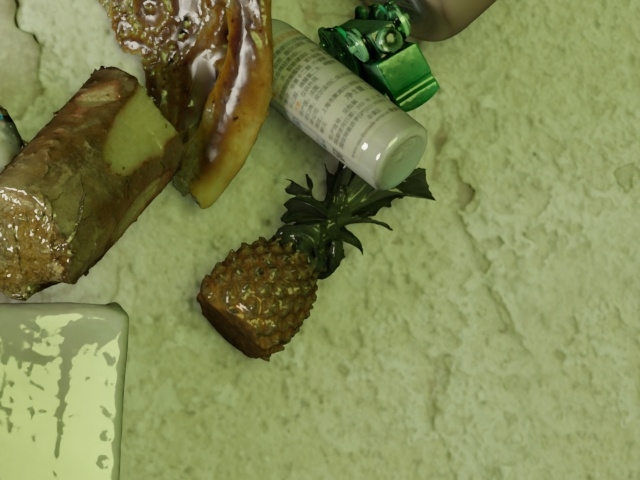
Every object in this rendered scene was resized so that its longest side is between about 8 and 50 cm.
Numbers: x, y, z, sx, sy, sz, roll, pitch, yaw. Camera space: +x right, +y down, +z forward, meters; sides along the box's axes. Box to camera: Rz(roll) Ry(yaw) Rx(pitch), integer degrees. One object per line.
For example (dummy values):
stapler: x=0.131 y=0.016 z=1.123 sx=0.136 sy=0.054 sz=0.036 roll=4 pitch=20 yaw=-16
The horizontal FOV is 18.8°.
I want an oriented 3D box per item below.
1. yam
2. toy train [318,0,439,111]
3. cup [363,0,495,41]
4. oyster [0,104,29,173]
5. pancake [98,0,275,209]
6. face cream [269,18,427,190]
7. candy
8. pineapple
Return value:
yam: x=-0.234 y=-0.054 z=1.857 sx=0.129 sy=0.128 sz=0.238 roll=27 pitch=44 yaw=12
toy train: x=0.058 y=-0.190 z=2.000 sx=0.071 sy=0.178 sz=0.104 roll=-33 pitch=104 yaw=-10
cup: x=0.110 y=-0.349 z=2.047 sx=0.253 sy=0.191 sz=0.200 roll=37 pitch=74 yaw=20
oyster: x=-0.391 y=-0.063 z=1.863 sx=0.214 sy=0.083 sz=0.223 roll=-50 pitch=116 yaw=-16
pancake: x=-0.149 y=-0.192 z=1.952 sx=0.244 sy=0.057 sz=0.266 roll=33 pitch=110 yaw=17
face cream: x=-0.011 y=-0.156 z=1.960 sx=0.082 sy=0.082 sz=0.269 roll=-40 pitch=62 yaw=-20
candy: x=-0.297 y=0.235 z=1.830 sx=0.208 sy=0.145 sz=0.358 roll=3 pitch=81 yaw=-17
pineapple: x=0.000 y=0.000 z=1.984 sx=0.130 sy=0.119 sz=0.277 roll=38 pitch=69 yaw=9
